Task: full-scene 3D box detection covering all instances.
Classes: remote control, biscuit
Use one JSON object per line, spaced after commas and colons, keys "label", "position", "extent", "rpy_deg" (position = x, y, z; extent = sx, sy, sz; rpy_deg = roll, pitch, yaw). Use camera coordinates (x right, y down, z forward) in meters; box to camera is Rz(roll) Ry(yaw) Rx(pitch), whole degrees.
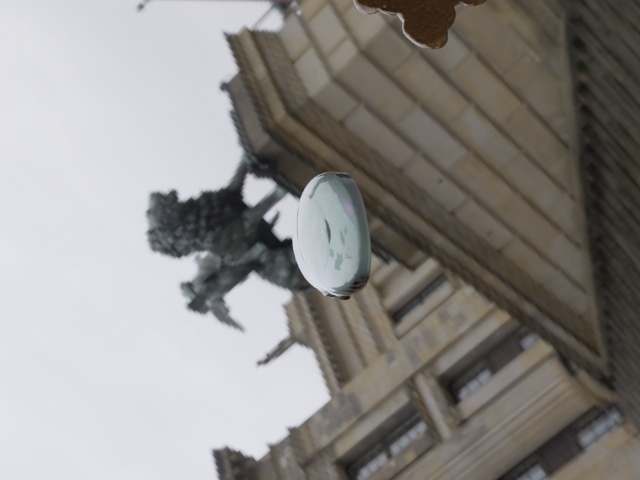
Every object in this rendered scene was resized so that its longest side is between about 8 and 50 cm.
{"label": "remote control", "position": [0.002, 0.000, 0.793], "extent": [0.256, 0.045, 0.098], "rpy_deg": [137, 125, -82]}
{"label": "biscuit", "position": [0.140, -0.409, 1.410], "extent": [0.041, 0.208, 0.291], "rpy_deg": [-27, -68, -81]}
